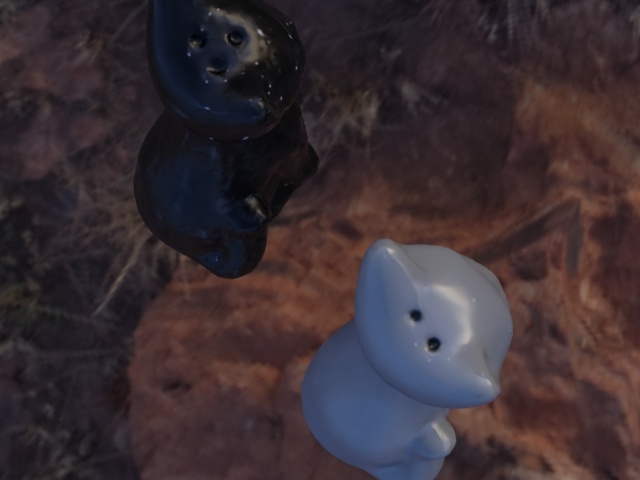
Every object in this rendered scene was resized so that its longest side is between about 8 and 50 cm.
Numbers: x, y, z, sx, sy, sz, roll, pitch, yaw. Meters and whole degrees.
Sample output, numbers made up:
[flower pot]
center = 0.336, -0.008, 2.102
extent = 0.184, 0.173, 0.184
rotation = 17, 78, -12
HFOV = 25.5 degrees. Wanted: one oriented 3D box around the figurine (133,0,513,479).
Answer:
[figurine]
center = 0.000, 0.000, 0.598
extent = 0.092, 0.209, 0.215
rotation = -37, 80, -10
